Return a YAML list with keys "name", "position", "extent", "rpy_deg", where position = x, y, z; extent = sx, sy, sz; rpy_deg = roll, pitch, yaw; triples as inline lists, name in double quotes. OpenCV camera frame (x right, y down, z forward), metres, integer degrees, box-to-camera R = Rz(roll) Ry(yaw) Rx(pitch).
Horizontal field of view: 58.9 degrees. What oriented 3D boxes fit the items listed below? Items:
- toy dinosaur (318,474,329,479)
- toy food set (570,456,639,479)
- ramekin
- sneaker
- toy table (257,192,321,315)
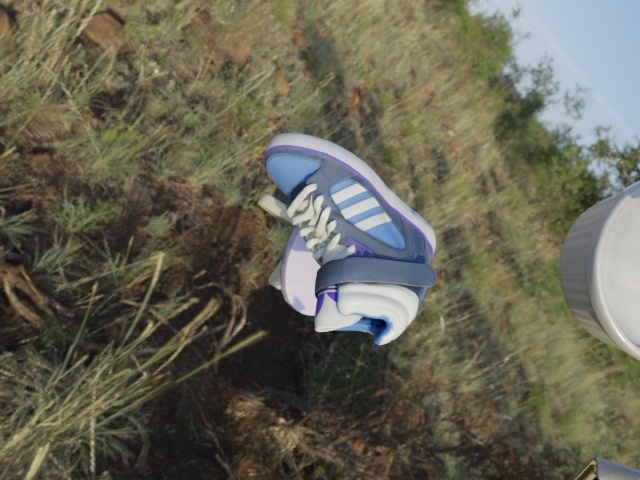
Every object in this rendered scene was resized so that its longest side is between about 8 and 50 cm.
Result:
- name: "toy dinosaur"
  position: [0.003, 0.405, 0.696]
  extent: [0.121, 0.160, 0.313]
  rpy_deg: [40, -3, -26]
- name: "toy food set"
  position: [0.628, 0.548, 1.139]
  extent: [0.306, 0.219, 0.093]
  rpy_deg: [82, 28, -53]
- name: "ramekin"
  position: [0.483, 0.046, 0.834]
  extent: [0.273, 0.272, 0.127]
  rpy_deg: [61, -12, -2]
- name: "sneaker"
  position: [0.017, 0.009, 0.827]
  extent: [0.322, 0.130, 0.236]
  rpy_deg: [35, 53, -9]
- name: "toy table"
  position: [0.000, 0.000, 1.101]
  extent: [0.252, 0.274, 0.160]
  rpy_deg: [50, -14, -24]
